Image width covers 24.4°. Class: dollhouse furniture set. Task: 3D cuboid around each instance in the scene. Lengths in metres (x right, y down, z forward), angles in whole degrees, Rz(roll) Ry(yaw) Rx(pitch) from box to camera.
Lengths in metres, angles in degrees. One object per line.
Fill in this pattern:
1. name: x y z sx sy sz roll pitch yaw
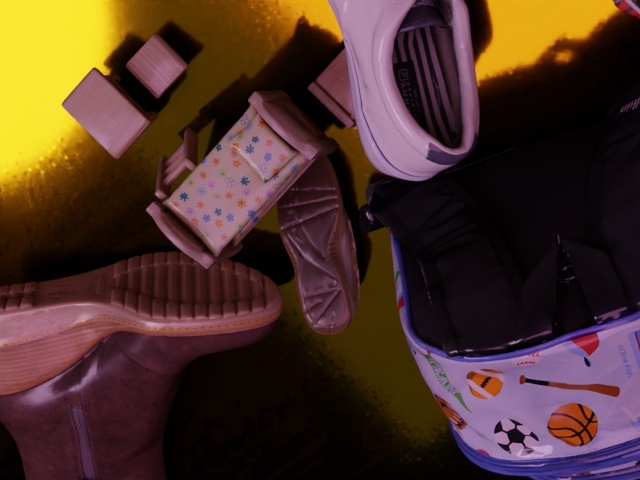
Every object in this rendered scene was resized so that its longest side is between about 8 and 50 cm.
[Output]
1. dollhouse furniture set: -0.065 -0.104 1.006 0.161 0.101 0.182 44 101 3

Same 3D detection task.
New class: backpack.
1. backpack: 0.169 0.038 0.948 0.276 0.263 0.213 -24 108 17

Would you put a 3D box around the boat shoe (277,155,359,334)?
1. boat shoe: 0.000 0.000 1.078 0.050 0.045 0.135 -6 92 15

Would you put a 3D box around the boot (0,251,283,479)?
1. boot: -0.137 0.117 1.148 0.248 0.090 0.207 -4 124 10

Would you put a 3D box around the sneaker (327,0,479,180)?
1. sneaker: 0.051 -0.167 0.944 0.094 0.091 0.258 -21 97 -26

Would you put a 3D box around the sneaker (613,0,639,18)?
1. sneaker: 0.189 -0.196 0.929 0.279 0.118 0.107 23 100 -14
